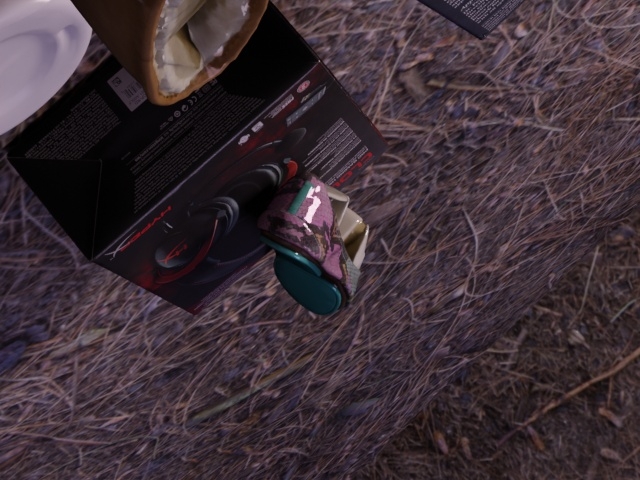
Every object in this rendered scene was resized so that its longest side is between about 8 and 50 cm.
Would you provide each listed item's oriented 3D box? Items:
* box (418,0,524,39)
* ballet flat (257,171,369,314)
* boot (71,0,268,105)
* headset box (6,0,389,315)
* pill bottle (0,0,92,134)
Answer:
[{"bbox_3d":[0.073,-0.238,1.281,0.108,0.153,0.207,-43,162,13],"label":"box"},{"bbox_3d":[0.000,0.000,1.509,0.079,0.077,0.221,-58,166,-10],"label":"ballet flat"},{"bbox_3d":[-0.115,-0.213,0.736,0.089,0.269,0.236,-34,163,-17],"label":"boot"},{"bbox_3d":[-0.079,-0.065,1.472,0.218,0.110,0.293,-41,164,2],"label":"headset box"},{"bbox_3d":[-0.200,-0.139,0.904,0.108,0.180,0.108,-35,163,-13],"label":"pill bottle"}]
